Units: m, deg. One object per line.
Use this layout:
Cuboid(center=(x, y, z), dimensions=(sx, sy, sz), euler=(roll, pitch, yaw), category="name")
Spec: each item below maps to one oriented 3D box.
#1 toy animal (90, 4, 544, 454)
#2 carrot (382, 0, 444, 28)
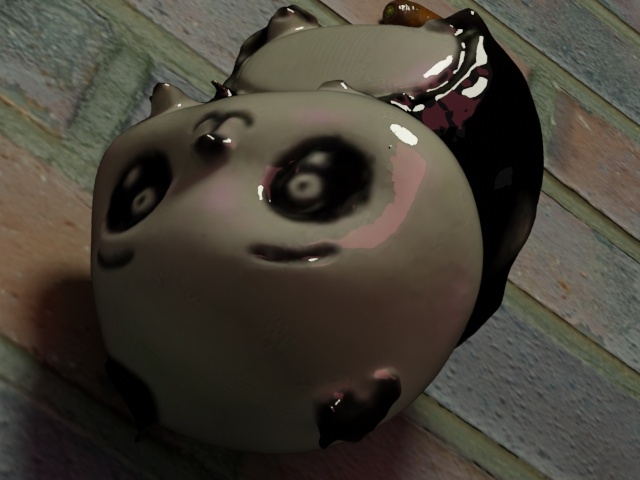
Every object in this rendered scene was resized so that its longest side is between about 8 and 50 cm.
Cuboid(center=(0.000, 0.000, 1.042), dimensions=(0.251, 0.251, 0.310), euler=(42, 42, -1), category="toy animal")
Cuboid(center=(0.093, -0.190, 1.541), dimensions=(0.093, 0.032, 0.032), euler=(17, 40, -39), category="carrot")
